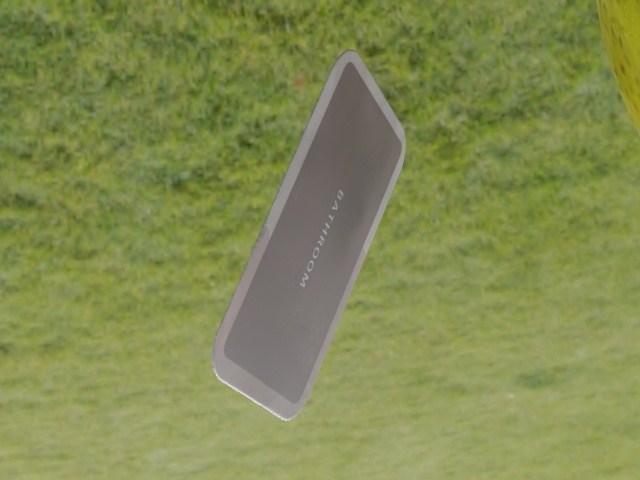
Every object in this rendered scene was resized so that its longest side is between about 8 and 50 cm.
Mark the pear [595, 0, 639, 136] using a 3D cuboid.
[{"bbox_3d":[0.211,-0.103,0.312,0.294,0.294,0.294,-8,154,-4],"label":"pear"}]

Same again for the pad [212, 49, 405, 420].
[{"bbox_3d":[0.000,0.000,0.853,0.002,0.266,0.176,15,164,26],"label":"pad"}]
